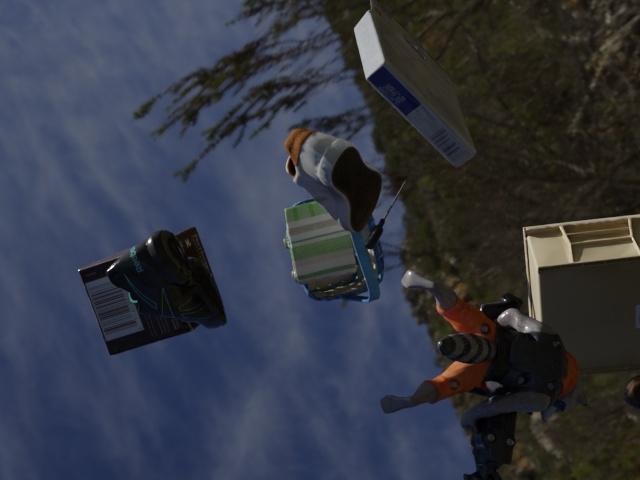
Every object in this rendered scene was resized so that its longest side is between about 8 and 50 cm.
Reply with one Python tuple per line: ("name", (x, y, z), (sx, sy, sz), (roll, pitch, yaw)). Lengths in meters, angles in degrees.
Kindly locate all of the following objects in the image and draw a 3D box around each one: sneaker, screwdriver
("sneaker", (-0.226, 0.071, 1.382), (0.101, 0.106, 0.267), (66, -176, 32))
("sneaker", (0.566, 0.256, 1.424), (0.188, 0.066, 0.071), (16, -176, -16))
("sneaker", (0.019, -0.107, 1.497), (0.123, 0.106, 0.290), (27, 167, 22))
("screwdriver", (0.132, -0.053, 1.837), (0.024, 0.025, 0.170), (39, -117, -22))

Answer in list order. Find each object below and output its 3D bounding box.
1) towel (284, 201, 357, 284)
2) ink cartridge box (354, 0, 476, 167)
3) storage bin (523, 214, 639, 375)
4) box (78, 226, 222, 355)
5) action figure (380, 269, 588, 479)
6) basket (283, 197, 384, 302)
("towel", (0.000, 0.000, 1.650), (0.023, 0.113, 0.152), (67, -168, -66))
("ink cartridge box", (0.142, -0.248, 1.414), (0.223, 0.045, 0.224), (39, -152, -29))
("storage bin", (0.508, 0.101, 1.630), (0.123, 0.260, 0.262), (-85, -14, -56))
("box", (-0.304, 0.088, 1.672), (0.203, 0.167, 0.168), (-44, -65, -76))
("action figure", (0.256, 0.219, 1.340), (0.330, 0.178, 0.341), (13, -109, -27))
("basket", (0.038, 0.017, 1.967), (0.201, 0.289, 0.254), (-14, -94, -21))
